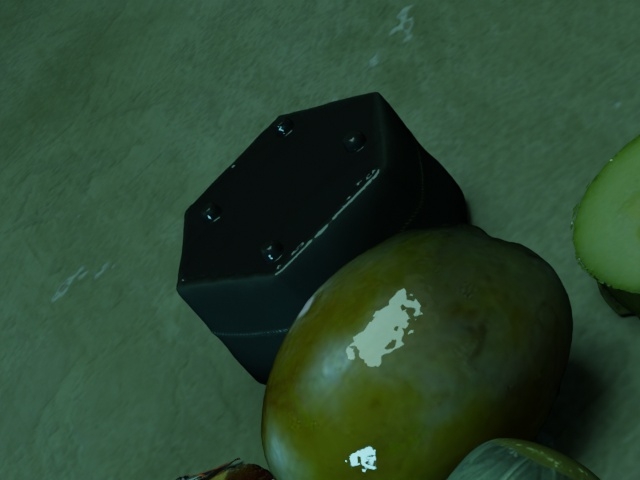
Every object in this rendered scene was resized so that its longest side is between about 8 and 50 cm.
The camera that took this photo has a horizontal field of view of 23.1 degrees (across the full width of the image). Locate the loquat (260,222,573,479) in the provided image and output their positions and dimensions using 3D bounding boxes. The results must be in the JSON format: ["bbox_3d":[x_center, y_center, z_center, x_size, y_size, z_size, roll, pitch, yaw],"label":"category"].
[{"bbox_3d":[0.065,0.090,1.036,0.227,0.179,0.179,-45,28,14],"label":"loquat"}]

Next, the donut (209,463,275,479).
[{"bbox_3d":[-0.064,0.227,1.120,0.140,0.059,0.140,-30,30,20],"label":"donut"}]

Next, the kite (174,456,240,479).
[{"bbox_3d":[-0.135,0.204,1.227,0.159,0.010,0.190,-26,1,-14],"label":"kite"}]

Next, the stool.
[{"bbox_3d":[0.000,0.000,1.261,0.232,0.141,0.232,-30,32,21],"label":"stool"}]

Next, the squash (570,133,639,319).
[{"bbox_3d":[0.275,-0.034,1.084,0.219,0.041,0.219,-29,32,20],"label":"squash"}]

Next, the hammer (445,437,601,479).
[{"bbox_3d":[0.104,0.184,0.817,0.202,0.113,0.305,-54,-2,-17],"label":"hammer"}]
